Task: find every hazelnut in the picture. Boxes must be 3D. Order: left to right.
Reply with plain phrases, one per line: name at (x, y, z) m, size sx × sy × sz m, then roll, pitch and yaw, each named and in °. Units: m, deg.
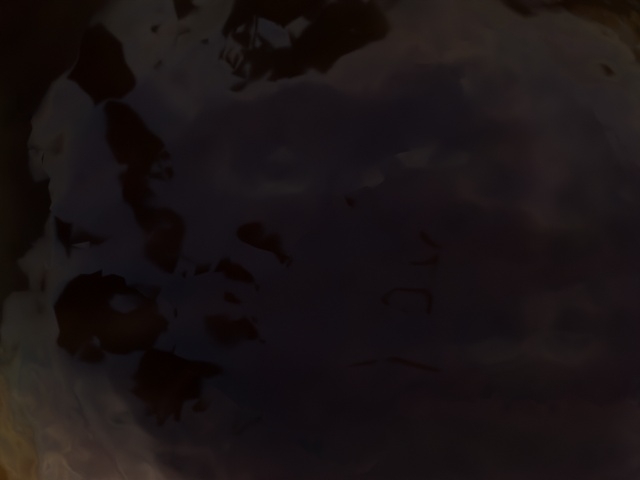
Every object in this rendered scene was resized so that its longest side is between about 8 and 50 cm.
hazelnut at (0.000, 0.000, 0.734) m, size 0.421 × 0.353 × 0.420 m, roll 1°, pitch 88°, yaw -29°
